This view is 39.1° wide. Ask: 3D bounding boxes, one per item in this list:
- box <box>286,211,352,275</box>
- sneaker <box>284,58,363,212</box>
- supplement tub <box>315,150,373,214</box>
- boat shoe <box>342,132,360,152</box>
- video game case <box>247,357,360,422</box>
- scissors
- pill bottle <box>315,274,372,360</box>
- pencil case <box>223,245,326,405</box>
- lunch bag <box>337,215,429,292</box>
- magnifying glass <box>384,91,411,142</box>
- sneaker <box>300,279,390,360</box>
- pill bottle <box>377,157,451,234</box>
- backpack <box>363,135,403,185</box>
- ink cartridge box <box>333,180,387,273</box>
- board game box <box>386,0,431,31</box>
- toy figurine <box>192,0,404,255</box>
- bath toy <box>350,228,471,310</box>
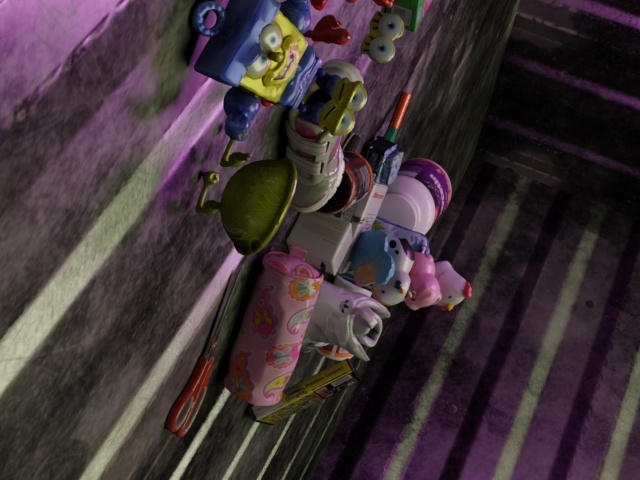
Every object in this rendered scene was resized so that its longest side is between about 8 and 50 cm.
[{"bbox_3d":[0.000,0.000,1.747,0.087,0.101,0.102,-63,168,-16],"label":"box"},{"bbox_3d":[-0.015,-0.161,1.424,0.111,0.103,0.252,-29,134,-65],"label":"sneaker"},{"bbox_3d":[0.039,-0.113,1.701,0.106,0.106,0.198,-71,167,17],"label":"supplement tub"},{"bbox_3d":[0.054,-0.157,1.847,0.049,0.042,0.133,69,44,-70],"label":"boat shoe"},{"bbox_3d":[-0.029,0.355,2.092,0.248,0.035,0.275,-27,165,-1],"label":"video game case"},{"bbox_3d":[-0.185,0.189,1.498,0.109,0.021,0.297,40,72,-75],"label":"scissors"},{"bbox_3d":[0.062,0.190,2.329,0.121,0.121,0.221,-45,155,-61],"label":"pill bottle"},{"bbox_3d":[-0.085,0.155,1.626,0.124,0.124,0.284,-35,145,-69],"label":"pencil case"},{"bbox_3d":[0.143,0.040,2.166,0.176,0.219,0.090,-63,167,-11],"label":"lunch bag"},{"bbox_3d":[0.171,-0.256,2.228,0.231,0.026,0.092,-67,168,7],"label":"magnifying glass"},{"bbox_3d":[0.029,0.192,1.967,0.137,0.210,0.366,-62,167,-20],"label":"sneaker"},{"bbox_3d":[0.231,-0.101,2.387,0.323,0.181,0.181,-43,153,-64],"label":"pill bottle"},{"bbox_3d":[0.137,-0.169,2.083,0.105,0.084,0.114,-39,153,-62],"label":"backpack"},{"bbox_3d":[0.060,-0.041,1.973,0.208,0.087,0.153,-67,167,5],"label":"ink cartridge box"},{"bbox_3d":[0.219,-0.592,1.705,0.242,0.064,0.316,89,26,-62],"label":"board game box"},{"bbox_3d":[-0.092,-0.190,1.039,0.217,0.191,0.362,29,91,-48],"label":"toy figurine"},{"bbox_3d":[0.215,0.087,2.008,0.348,0.129,0.151,20,89,-47],"label":"bath toy"}]
